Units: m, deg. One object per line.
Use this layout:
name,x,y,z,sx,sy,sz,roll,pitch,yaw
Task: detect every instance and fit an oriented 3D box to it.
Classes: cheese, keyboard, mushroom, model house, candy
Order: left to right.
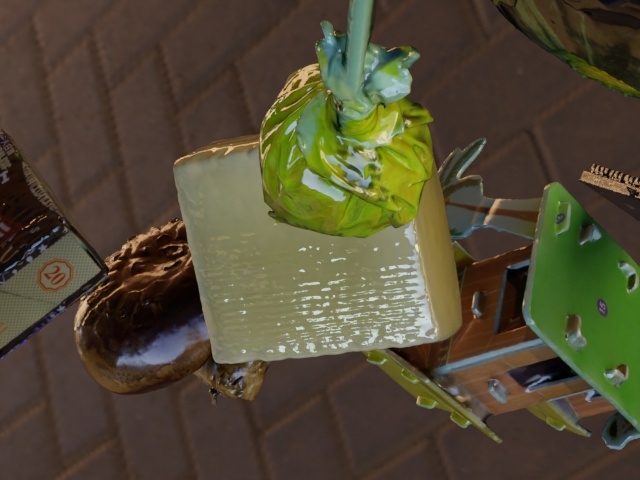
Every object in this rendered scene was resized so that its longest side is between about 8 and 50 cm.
mushroom,-0.168,0.081,1.919,0.297,0.163,0.278,-33,48,-14
cheese,0.000,0.000,1.618,0.266,0.124,0.242,-8,102,25
candy,0.015,-0.067,0.575,0.077,0.262,0.073,24,72,6
model house,0.230,0.082,1.823,0.324,0.300,0.340,-20,41,37
keyboard,0.371,-0.035,1.647,0.027,0.106,0.317,-56,15,2

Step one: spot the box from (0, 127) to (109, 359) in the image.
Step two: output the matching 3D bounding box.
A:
box,-0.365,0.055,1.406,0.310,0.084,0.198,-38,41,-4

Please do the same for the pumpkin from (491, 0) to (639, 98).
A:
pumpkin,0.218,-0.191,0.753,0.296,0.296,0.295,-15,67,39
